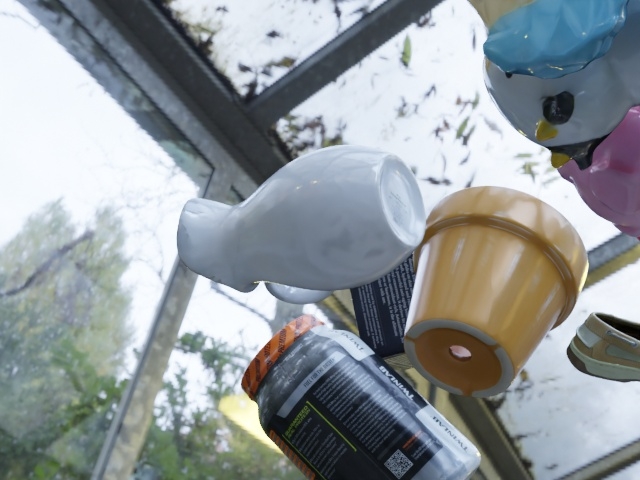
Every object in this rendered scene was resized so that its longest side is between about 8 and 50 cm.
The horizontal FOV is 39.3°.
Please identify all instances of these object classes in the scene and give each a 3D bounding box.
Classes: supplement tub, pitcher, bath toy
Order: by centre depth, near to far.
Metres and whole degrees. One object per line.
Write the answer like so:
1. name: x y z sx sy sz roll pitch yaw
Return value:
1. bath toy: 0.208 -0.067 0.559 0.151 0.129 0.348 -9 -29 33
2. pitcher: 0.000 0.000 0.828 0.207 0.125 0.178 -15 -35 32
3. supplement tub: 0.052 0.279 1.337 0.338 0.207 0.207 43 -37 19

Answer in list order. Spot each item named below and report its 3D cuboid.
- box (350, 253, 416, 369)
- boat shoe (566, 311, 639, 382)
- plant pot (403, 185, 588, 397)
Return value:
1. box: 0.236 0.114 1.626 0.294 0.182 0.296 -14 -14 14
2. boat shoe: 0.345 0.108 0.891 0.190 0.068 0.072 8 -61 -14
3. plant pot: 0.189 0.073 1.048 0.205 0.188 0.205 17 -42 16
